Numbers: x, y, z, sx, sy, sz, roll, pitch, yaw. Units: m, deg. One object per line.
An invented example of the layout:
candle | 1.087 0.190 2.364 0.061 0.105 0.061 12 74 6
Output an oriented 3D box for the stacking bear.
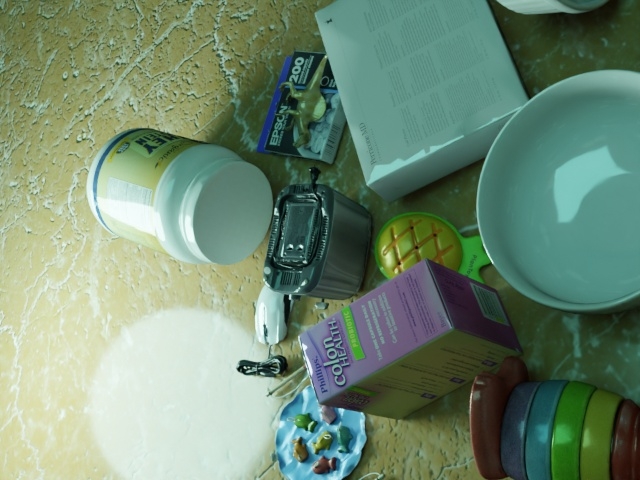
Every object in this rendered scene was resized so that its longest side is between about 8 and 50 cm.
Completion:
stacking bear | 0.361 0.258 1.223 0.289 0.175 0.164 4 97 30

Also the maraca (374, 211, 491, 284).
maraca | 0.177 0.024 1.484 0.186 0.099 0.127 17 88 15

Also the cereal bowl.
cereal bowl | 0.395 -0.055 1.304 0.339 0.141 0.338 -14 67 34

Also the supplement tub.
supplement tub | -0.266 -0.083 1.779 0.316 0.228 0.228 17 86 40

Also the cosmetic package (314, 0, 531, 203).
cosmetic package | 0.170 -0.289 1.566 0.285 0.097 0.377 -24 61 18

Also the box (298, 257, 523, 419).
box | 0.134 0.154 1.392 0.243 0.214 0.117 -34 57 26

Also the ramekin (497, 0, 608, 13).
ramekin | 0.335 -0.468 1.418 0.127 0.273 0.272 -5 71 54

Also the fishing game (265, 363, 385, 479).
fishing game | -0.009 0.328 1.564 0.189 0.041 0.264 -38 55 19

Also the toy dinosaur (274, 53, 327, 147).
toy dinosaur | -0.028 -0.260 1.719 0.093 0.053 0.183 18 95 24

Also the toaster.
toaster | 0.000 0.000 1.594 0.129 0.146 0.226 1 77 38

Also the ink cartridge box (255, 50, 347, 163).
ink cartridge box | -0.034 -0.256 1.774 0.208 0.045 0.206 13 84 41

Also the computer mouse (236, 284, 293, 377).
computer mouse | -0.094 0.150 1.687 0.106 0.042 0.192 -2 74 39
